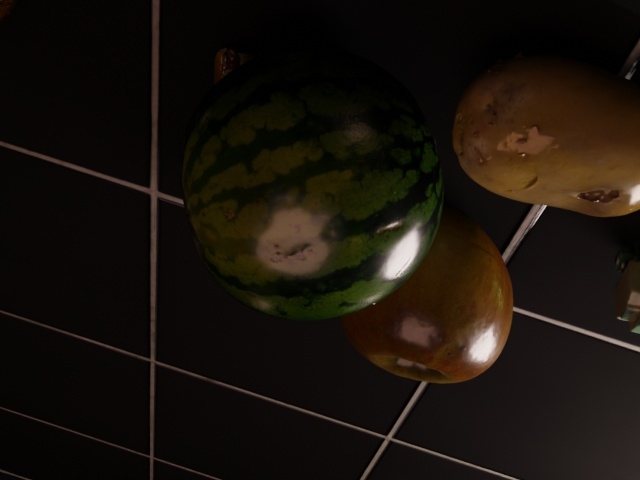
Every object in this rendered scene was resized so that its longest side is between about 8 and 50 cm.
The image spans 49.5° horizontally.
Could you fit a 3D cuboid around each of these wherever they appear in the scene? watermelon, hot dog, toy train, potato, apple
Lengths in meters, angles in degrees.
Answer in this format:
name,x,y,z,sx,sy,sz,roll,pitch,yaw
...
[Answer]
name,x,y,z,sx,sy,sz,roll,pitch,yaw
watermelon,-0.011,-0.056,0.731,0.284,0.285,0.285,10,139,9
hot dog,-0.100,-0.169,0.824,0.056,0.041,0.133,13,139,7
toy train,0.446,0.062,0.815,0.193,0.125,0.081,11,142,10
potato,0.248,-0.104,0.695,0.233,0.146,0.150,12,-175,-11
apple,0.140,0.067,0.897,0.236,0.208,0.237,16,158,7

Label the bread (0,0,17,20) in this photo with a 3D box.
name,x,y,z,sx,sy,sz,roll,pitch,yaw
bread,-0.415,-0.280,0.793,0.232,0.076,0.105,2,125,29
